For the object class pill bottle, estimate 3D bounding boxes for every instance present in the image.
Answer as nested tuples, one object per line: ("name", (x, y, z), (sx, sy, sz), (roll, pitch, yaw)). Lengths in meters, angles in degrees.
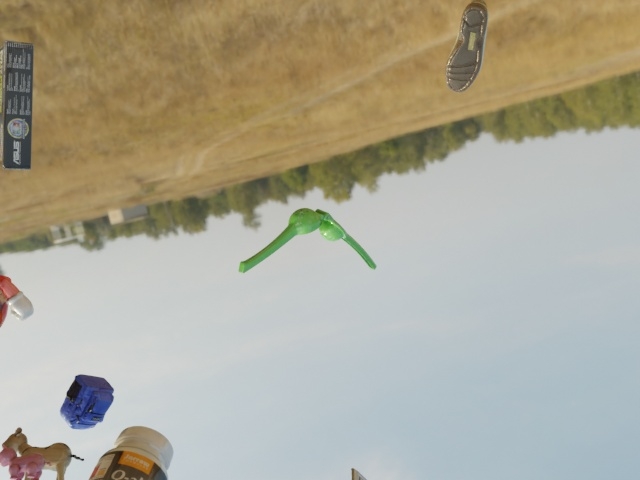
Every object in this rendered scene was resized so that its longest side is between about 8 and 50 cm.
("pill bottle", (-0.413, 0.533, 1.623), (0.162, 0.162, 0.278), (-12, -150, 19))

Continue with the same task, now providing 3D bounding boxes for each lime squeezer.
("lime squeezer", (0.000, 0.000, 1.340), (0.310, 0.110, 0.059), (1, 178, -43))

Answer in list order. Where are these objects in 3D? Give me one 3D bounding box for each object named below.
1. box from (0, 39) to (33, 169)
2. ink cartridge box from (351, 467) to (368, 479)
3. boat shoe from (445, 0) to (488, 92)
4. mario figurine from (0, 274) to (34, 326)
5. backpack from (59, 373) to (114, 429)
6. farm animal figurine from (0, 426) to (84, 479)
("box", (-0.683, -0.297, 1.732), (0.060, 0.270, 0.216), (0, -172, -26))
("ink cartridge box", (0.122, 0.463, 0.883), (0.071, 0.324, 0.330), (-42, -173, 9))
("boat shoe", (0.297, -0.387, 1.543), (0.068, 0.190, 0.072), (18, -139, 6))
("mario figurine", (-0.707, 0.105, 1.566), (0.198, 0.320, 0.170), (29, -128, 16))
("backpack", (-0.560, 0.394, 1.859), (0.101, 0.120, 0.098), (35, -174, 42))
("farm animal figurine", (-0.755, 0.478, 1.742), (0.327, 0.172, 0.330), (-27, 141, 26))
